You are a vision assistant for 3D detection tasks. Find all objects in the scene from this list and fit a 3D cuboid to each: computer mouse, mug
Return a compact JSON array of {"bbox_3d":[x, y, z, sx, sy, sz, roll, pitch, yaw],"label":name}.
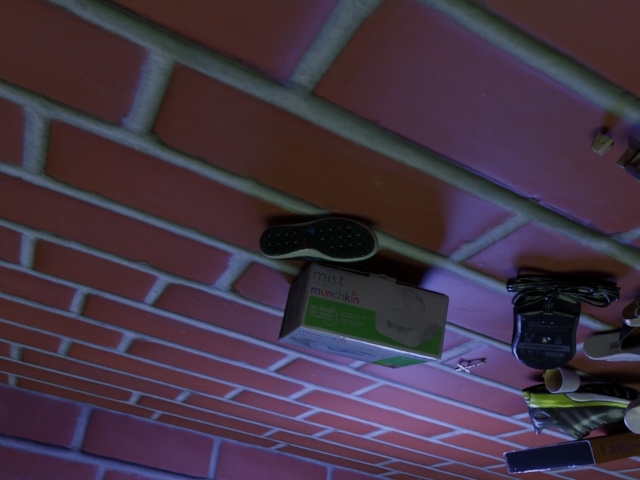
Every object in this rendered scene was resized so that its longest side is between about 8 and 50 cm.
[{"bbox_3d":[0.434,0.145,1.103,0.188,0.072,0.272,4,137,12],"label":"computer mouse"},{"bbox_3d":[0.572,0.325,1.380,0.064,0.078,0.062,10,118,-18],"label":"mug"}]

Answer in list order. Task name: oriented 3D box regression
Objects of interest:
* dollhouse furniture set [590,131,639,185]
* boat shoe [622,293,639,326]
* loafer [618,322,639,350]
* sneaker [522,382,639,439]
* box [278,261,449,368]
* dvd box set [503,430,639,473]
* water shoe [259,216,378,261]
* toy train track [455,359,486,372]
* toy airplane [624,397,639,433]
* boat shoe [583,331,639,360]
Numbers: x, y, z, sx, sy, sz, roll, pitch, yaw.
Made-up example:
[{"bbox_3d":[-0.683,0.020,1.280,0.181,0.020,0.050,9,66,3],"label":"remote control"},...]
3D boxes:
[{"bbox_3d":[0.408,-0.115,0.727,0.114,0.091,0.081,14,115,-53],"label":"dollhouse furniture set"},{"bbox_3d":[0.575,0.099,0.994,0.048,0.056,0.153,28,142,-16],"label":"boat shoe"},{"bbox_3d":[0.607,0.156,1.054,0.062,0.061,0.170,40,149,12],"label":"loafer"},{"bbox_3d":[0.645,0.412,1.401,0.299,0.122,0.111,-5,-178,31],"label":"sneaker"},{"bbox_3d":[0.074,0.148,1.109,0.261,0.127,0.231,15,162,-10],"label":"box"},{"bbox_3d":[0.753,0.555,1.564,0.420,0.062,0.307,2,156,-27],"label":"dvd box set"},{"bbox_3d":[0.000,0.000,0.992,0.203,0.073,0.080,2,174,13],"label":"water shoe"},{"bbox_3d":[0.367,0.304,1.431,0.048,0.014,0.083,37,135,-27],"label":"toy train track"},{"bbox_3d":[0.722,0.239,0.891,0.384,0.273,0.386,7,140,10],"label":"toy airplane"},{"bbox_3d":[0.625,0.212,1.163,0.063,0.066,0.184,18,149,-42],"label":"boat shoe"}]
